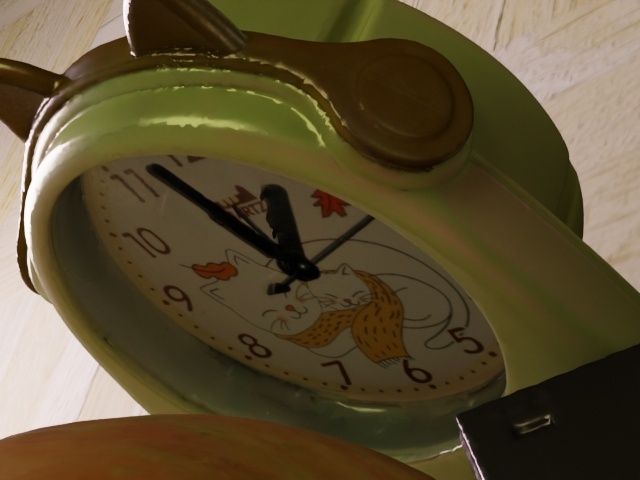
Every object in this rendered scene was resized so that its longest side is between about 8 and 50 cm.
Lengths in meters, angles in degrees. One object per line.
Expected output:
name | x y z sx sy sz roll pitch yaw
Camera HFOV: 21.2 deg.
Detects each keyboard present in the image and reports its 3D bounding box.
keyboard | 0.213 0.046 0.679 0.317 0.027 0.106 -21 33 2

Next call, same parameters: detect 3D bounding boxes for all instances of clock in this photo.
clock | 0.000 0.000 0.813 0.286 0.348 0.117 -17 38 44

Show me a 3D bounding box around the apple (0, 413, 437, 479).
apple | -0.056 0.244 0.515 0.346 0.391 0.391 -33 28 26
